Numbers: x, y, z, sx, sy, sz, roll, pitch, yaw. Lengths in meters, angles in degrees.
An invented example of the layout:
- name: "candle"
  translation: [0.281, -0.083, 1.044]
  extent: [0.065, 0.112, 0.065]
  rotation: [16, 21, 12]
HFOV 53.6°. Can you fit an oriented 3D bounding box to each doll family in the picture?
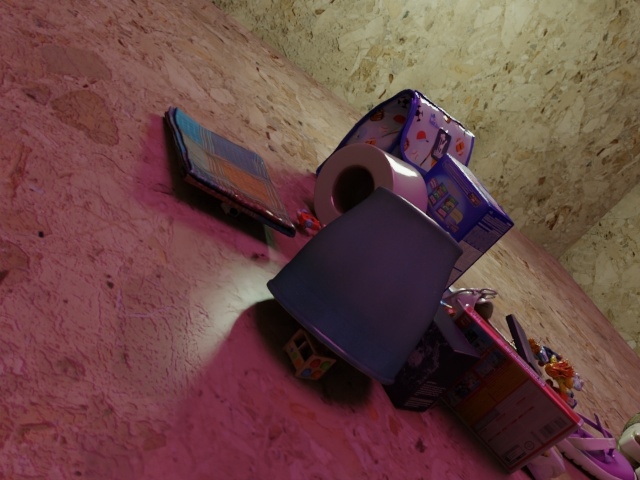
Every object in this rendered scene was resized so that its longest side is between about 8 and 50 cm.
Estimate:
- name: "doll family"
  translation: [0.644, 0.343, 1.784]
  extent: [0.163, 0.118, 0.263]
  rotation: [27, 24, -34]

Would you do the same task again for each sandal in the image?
- name: "sandal"
  translation: [0.629, 0.462, 1.525]
  extent: [0.416, 0.102, 0.169]
  rotation: [34, 21, -14]

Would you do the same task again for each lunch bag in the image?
- name: "lunch bag"
  translation: [0.243, -0.230, 1.879]
  extent: [0.328, 0.385, 0.239]
  rotation: [23, 26, -43]

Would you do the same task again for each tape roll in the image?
- name: "tape roll"
  translation: [0.127, -0.109, 1.616]
  extent: [0.169, 0.246, 0.246]
  rotation: [14, 32, -50]

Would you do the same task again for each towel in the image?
- name: "towel"
  translation: [-0.198, -0.157, 1.369]
  extent: [0.271, 0.040, 0.370]
  rotation: [28, 17, -31]

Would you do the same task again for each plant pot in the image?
- name: "plant pot"
  translation: [0.092, 0.057, 1.074]
  extent: [0.272, 0.255, 0.271]
  rotation: [38, 2, -1]

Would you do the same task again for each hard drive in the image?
- name: "hard drive"
  translation: [0.471, 0.248, 1.472]
  extent: [0.094, 0.022, 0.135]
  rotation: [47, 26, -41]

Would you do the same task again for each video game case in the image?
- name: "video game case"
  translation: [0.321, 0.285, 1.202]
  extent: [0.285, 0.204, 0.025]
  rotation: [47, 43, 16]

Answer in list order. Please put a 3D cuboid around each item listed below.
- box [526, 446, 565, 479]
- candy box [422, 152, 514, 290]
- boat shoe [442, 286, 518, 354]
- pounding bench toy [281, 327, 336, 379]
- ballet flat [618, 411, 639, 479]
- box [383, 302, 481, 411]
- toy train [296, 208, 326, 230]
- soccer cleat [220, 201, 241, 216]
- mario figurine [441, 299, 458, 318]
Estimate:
- name: "box"
  translation: [0.379, 0.336, 1.279]
  extent: [0.324, 0.063, 0.067]
  rotation: [56, 16, -1]
- name: "candy box"
  translation: [0.303, -0.026, 1.652]
  extent: [0.122, 0.317, 0.268]
  rotation: [30, 23, -33]
- name: "boat shoe"
  translation: [0.394, 0.177, 1.623]
  extent: [0.136, 0.156, 0.367]
  rotation: [25, 25, -39]
- name: "pounding bench toy"
  translation: [-0.007, 0.188, 1.018]
  extent: [0.083, 0.052, 0.065]
  rotation: [21, 28, -44]
- name: "ballet flat"
  translation: [0.872, 0.600, 1.626]
  extent: [0.182, 0.164, 0.482]
  rotation: [25, 27, -15]
- name: "box"
  translation: [0.180, 0.204, 1.173]
  extent: [0.093, 0.158, 0.156]
  rotation: [22, 27, -43]
- name: "toy train"
  translation: [0.000, 0.000, 1.450]
  extent: [0.125, 0.046, 0.166]
  rotation: [24, 22, -36]
- name: "soccer cleat"
  translation: [-0.171, -0.064, 1.297]
  extent: [0.083, 0.029, 0.035]
  rotation: [8, 50, -55]
- name: "mario figurine"
  translation: [0.174, 0.120, 1.402]
  extent: [0.170, 0.198, 0.320]
  rotation: [-20, 42, -18]
